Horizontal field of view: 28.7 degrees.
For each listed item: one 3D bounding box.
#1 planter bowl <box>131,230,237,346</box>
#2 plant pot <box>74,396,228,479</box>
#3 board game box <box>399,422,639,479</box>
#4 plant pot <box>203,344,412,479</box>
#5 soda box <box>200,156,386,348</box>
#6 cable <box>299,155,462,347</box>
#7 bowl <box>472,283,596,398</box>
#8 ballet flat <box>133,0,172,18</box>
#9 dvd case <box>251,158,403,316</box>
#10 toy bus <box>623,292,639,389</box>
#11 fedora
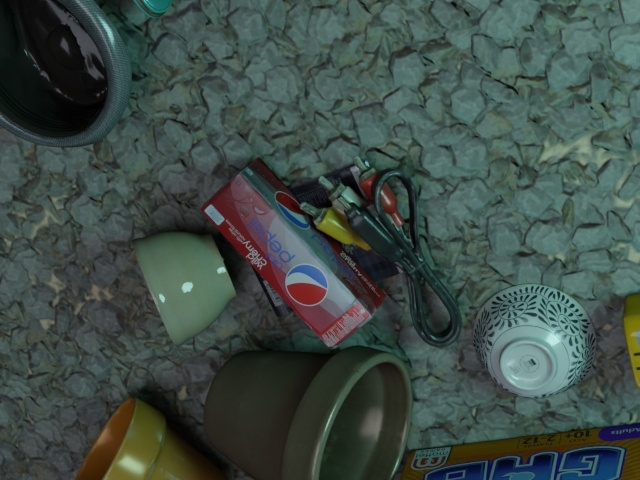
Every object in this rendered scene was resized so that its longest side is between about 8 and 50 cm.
[{"bbox_3d":[-0.182,0.054,1.748,0.109,0.162,0.162,-22,105,-6],"label":"planter bowl"},{"bbox_3d":[-0.248,0.366,1.868,0.188,0.205,0.205,31,117,-15],"label":"plant pot"},{"bbox_3d":[0.296,0.498,1.664,0.356,0.356,0.356,-10,108,20],"label":"board game box"},{"bbox_3d":[-0.030,0.250,1.741,0.229,0.263,0.263,16,116,30],"label":"plant pot"},{"bbox_3d":[-0.034,0.017,1.689,0.083,0.092,0.263,-41,93,22],"label":"soda box"},{"bbox_3d":[0.111,0.009,1.684,0.139,0.072,0.287,-40,109,8],"label":"cable"},{"bbox_3d":[0.282,0.150,1.682,0.170,0.080,0.170,5,112,14],"label":"bowl"},{"bbox_3d":[-0.264,-0.405,1.627,0.087,0.083,0.247,-4,112,43],"label":"ballet flat"},{"bbox_3d":[0.000,0.000,1.737,0.221,0.018,0.164,-21,103,23],"label":"dvd case"},{"bbox_3d":[0.560,0.117,1.574,0.333,0.108,0.130,-10,107,20],"label":"toy bus"},{"bbox_3d":[-0.365,-0.261,1.677,0.244,0.124,0.275,-37,106,27],"label":"fedora"}]
